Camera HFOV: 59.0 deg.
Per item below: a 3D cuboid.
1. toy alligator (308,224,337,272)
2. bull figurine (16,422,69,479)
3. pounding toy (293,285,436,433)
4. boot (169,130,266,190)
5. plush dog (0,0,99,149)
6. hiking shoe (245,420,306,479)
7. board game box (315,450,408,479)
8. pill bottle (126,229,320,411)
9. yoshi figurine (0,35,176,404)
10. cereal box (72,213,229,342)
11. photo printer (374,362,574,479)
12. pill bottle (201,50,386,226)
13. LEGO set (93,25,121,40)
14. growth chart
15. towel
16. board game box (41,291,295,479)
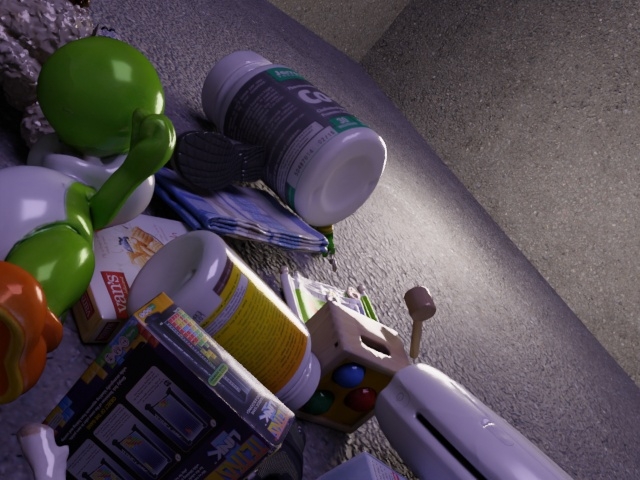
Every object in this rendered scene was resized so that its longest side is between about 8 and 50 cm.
[{"bbox_3d":[0.000,0.000,1.071,0.051,0.056,0.189,-3,33,-1],"label":"toy alligator"},{"bbox_3d":[-0.252,0.168,0.289,0.310,0.101,0.188,33,23,-22],"label":"bull figurine"},{"bbox_3d":[0.072,0.152,0.714,0.181,0.206,0.094,29,27,-32],"label":"pounding toy"},{"bbox_3d":[-0.205,-0.136,0.890,0.161,0.083,0.246,15,9,19],"label":"boot"},{"bbox_3d":[-0.399,-0.242,0.687,0.225,0.210,0.262,-8,48,-27],"label":"plush dog"},{"bbox_3d":[-0.101,0.191,0.518,0.227,0.086,0.114,30,26,-26],"label":"hiking shoe"},{"bbox_3d":[0.134,0.391,0.492,0.318,0.066,0.318,45,18,-36],"label":"board game box"},{"bbox_3d":[-0.089,0.097,0.595,0.215,0.117,0.117,51,15,-35],"label":"pill bottle"},{"bbox_3d":[-0.228,-0.061,0.471,0.203,0.203,0.362,45,29,-21],"label":"yoshi figurine"},{"bbox_3d":[-0.189,0.042,0.682,0.240,0.047,0.173,12,38,-52],"label":"cereal box"},{"bbox_3d":[0.205,0.272,0.655,0.256,0.107,0.307,40,-1,41],"label":"photo printer"},{"bbox_3d":[-0.064,-0.207,1.084,0.361,0.204,0.204,44,20,30],"label":"pill bottle"},{"bbox_3d":[-0.463,-0.372,0.987,0.244,0.060,0.182,38,35,-10],"label":"LEGO set"},{"bbox_3d":[0.026,0.122,0.935,0.237,0.021,0.172,19,34,-43],"label":"growth chart"},{"bbox_3d":[-0.133,-0.054,0.894,0.209,0.034,0.285,38,16,34],"label":"towel"},{"bbox_3d":[-0.128,0.148,0.441,0.141,0.170,0.048,43,21,-2],"label":"board game box"}]
